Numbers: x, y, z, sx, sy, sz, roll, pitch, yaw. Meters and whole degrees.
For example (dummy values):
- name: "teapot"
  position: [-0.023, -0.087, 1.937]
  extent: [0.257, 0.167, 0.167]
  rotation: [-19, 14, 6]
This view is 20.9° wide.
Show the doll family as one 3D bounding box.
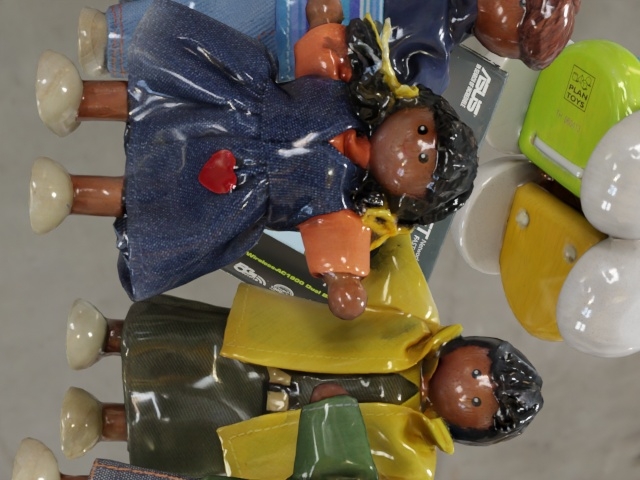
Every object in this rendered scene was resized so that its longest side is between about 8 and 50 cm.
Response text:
- name: "doll family"
  position: [0.000, 0.000, 0.375]
  extent: [0.111, 0.193, 0.076]
  rotation: [0, 177, 8]

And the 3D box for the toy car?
- name: "toy car"
  position: [0.168, -0.031, 0.994]
  extent: [0.136, 0.159, 0.182]
  rotation: [-10, 123, -28]

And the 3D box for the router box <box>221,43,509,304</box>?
- name: "router box"
  position: [0.007, -0.033, 0.635]
  extent: [0.092, 0.122, 0.038]
  rotation: [29, 147, -8]
